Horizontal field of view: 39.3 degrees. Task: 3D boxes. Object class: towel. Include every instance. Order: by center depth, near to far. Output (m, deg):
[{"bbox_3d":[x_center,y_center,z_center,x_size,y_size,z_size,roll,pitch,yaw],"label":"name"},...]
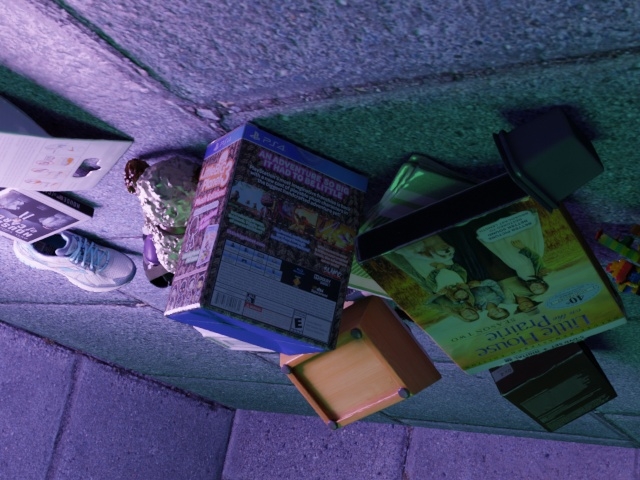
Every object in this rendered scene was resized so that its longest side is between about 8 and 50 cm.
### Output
[{"bbox_3d":[0.170,0.000,1.464,0.248,0.038,0.325,18,139,-20],"label":"towel"}]

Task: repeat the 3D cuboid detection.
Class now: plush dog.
[{"bbox_3d":[-0.234,-0.046,1.534,0.263,0.210,0.225,5,137,20],"label":"plush dog"}]

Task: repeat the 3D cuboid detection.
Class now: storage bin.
[{"bbox_3d":[0.297,-0.112,1.158,0.091,0.098,0.135,-32,141,23],"label":"storage bin"}]

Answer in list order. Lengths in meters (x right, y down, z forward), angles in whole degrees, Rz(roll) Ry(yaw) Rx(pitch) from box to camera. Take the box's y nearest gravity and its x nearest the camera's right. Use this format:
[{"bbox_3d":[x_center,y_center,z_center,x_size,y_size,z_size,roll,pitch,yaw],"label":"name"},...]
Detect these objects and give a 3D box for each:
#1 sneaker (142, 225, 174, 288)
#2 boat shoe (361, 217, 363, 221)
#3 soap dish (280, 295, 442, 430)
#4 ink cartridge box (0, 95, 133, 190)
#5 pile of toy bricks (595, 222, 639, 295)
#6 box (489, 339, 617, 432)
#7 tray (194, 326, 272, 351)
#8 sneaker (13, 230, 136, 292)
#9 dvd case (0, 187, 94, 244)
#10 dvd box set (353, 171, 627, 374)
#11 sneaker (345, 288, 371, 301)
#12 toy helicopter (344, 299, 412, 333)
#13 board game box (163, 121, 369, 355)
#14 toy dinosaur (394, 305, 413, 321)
[{"bbox_3d":[-0.325,0.035,1.823,0.107,0.124,0.283,12,173,-6],"label":"sneaker"},{"bbox_3d":[-0.023,-0.032,1.572,0.228,0.079,0.081,20,155,-33],"label":"boat shoe"},{"bbox_3d":[0.071,0.263,1.875,0.291,0.118,0.229,-32,99,37],"label":"soap dish"},{"bbox_3d":[-0.547,-0.172,1.524,0.385,0.091,0.308,2,167,-27],"label":"ink cartridge box"},{"bbox_3d":[0.486,0.017,1.422,0.105,0.118,0.212,33,-170,27],"label":"pile of toy bricks"},{"bbox_3d":[0.510,0.291,1.994,0.191,0.143,0.381,-32,147,12],"label":"box"},{"bbox_3d":[-0.124,0.196,1.798,0.270,0.030,0.145,-2,155,34],"label":"tray"},{"bbox_3d":[-0.560,0.038,2.048,0.283,0.110,0.122,15,157,-12],"label":"sneaker"},{"bbox_3d":[-0.612,-0.060,1.850,0.239,0.029,0.179,-18,147,36],"label":"dvd case"},{"bbox_3d":[0.286,0.067,1.452,0.308,0.062,0.420,-22,138,21],"label":"dvd box set"},{"bbox_3d":[0.136,0.061,1.683,0.131,0.112,0.319,19,158,-21],"label":"sneaker"},{"bbox_3d":[0.068,0.237,2.029,0.140,0.234,0.355,25,161,-34],"label":"toy helicopter"},{"bbox_3d":[-0.080,0.006,1.385,0.232,0.290,0.141,22,159,-28],"label":"board game box"},{"bbox_3d":[0.252,0.152,1.885,0.160,0.121,0.313,17,161,26],"label":"toy dinosaur"}]
